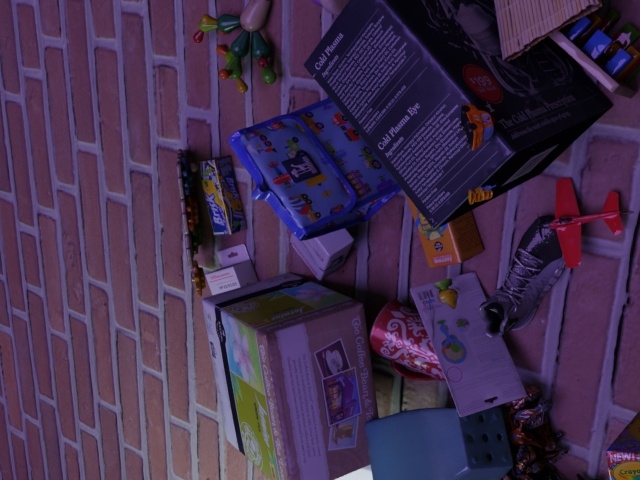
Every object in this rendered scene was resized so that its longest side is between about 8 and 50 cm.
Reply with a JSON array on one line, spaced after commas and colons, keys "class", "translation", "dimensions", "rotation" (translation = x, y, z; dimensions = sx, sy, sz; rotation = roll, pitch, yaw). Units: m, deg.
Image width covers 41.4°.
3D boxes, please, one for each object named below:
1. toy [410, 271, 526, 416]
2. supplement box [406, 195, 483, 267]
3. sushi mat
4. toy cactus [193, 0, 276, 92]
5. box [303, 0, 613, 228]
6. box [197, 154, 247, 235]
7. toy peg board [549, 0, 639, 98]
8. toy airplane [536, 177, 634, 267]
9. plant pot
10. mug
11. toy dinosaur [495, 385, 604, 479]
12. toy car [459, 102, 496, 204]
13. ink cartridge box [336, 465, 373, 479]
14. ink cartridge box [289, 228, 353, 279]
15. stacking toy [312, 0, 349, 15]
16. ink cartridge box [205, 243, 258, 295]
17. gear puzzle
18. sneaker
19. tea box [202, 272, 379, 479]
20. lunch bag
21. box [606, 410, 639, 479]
[{"class": "toy", "translation": [0.252, 0.183, 1.492], "dimensions": [0.056, 0.136, 0.237], "rotation": [126, 128, -64]}, {"class": "supplement box", "translation": [0.207, -0.073, 1.498], "dimensions": [0.078, 0.080, 0.234], "rotation": [-15, 98, 45]}, {"class": "sushi mat", "translation": [0.304, -0.404, 1.200], "dimensions": [0.151, 0.019, 0.317], "rotation": [-30, 47, 39]}, {"class": "toy cactus", "translation": [-0.161, -0.407, 1.684], "dimensions": [0.219, 0.112, 0.181], "rotation": [46, 120, 29]}, {"class": "box", "translation": [0.210, -0.229, 1.255], "dimensions": [0.313, 0.343, 0.179], "rotation": [52, 132, 12]}, {"class": "box", "translation": [-0.216, -0.098, 1.864], "dimensions": [0.059, 0.054, 0.169], "rotation": [-3, 103, 42]}, {"class": "toy peg board", "translation": [0.399, -0.289, 1.209], "dimensions": [0.161, 0.160, 0.079], "rotation": [48, 114, 17]}, {"class": "toy airplane", "translation": [0.416, -0.032, 1.341], "dimensions": [0.151, 0.028, 0.151], "rotation": [-6, 78, 27]}, {"class": "plant pot", "translation": [0.220, 0.379, 1.520], "dimensions": [0.234, 0.165, 0.166], "rotation": [-39, 53, 51]}, {"class": "mug", "translation": [0.197, 0.202, 1.607], "dimensions": [0.169, 0.113, 0.150], "rotation": [23, 162, 28]}, {"class": "toy dinosaur", "translation": [0.374, 0.422, 1.523], "dimensions": [0.218, 0.164, 0.322], "rotation": [35, 145, 44]}, {"class": "toy car", "translation": [0.200, -0.112, 1.067], "dimensions": [0.060, 0.040, 0.122], "rotation": [-103, 3, -55]}, {"class": "ink cartridge box", "translation": [0.162, 0.603, 1.793], "dimensions": [0.324, 0.071, 0.330], "rotation": [-7, 100, 41]}, {"class": "ink cartridge box", "translation": [0.000, 0.000, 1.670], "dimensions": [0.109, 0.063, 0.150], "rotation": [53, 162, 13]}, {"class": "stacking toy", "translation": [-0.053, -0.527, 1.525], "dimensions": [0.330, 0.141, 0.141], "rotation": [36, 126, 31]}, {"class": "ink cartridge box", "translation": [-0.193, 0.109, 1.915], "dimensions": [0.104, 0.061, 0.181], "rotation": [-17, 94, 42]}, {"class": "gear puzzle", "translation": [-0.282, -0.028, 1.903], "dimensions": [0.175, 0.044, 0.339], "rotation": [-114, 19, -70]}, {"class": "sneaker", "translation": [0.331, 0.074, 1.408], "dimensions": [0.086, 0.132, 0.229], "rotation": [31, 124, 28]}, {"class": "tea box", "translation": [-0.060, 0.271, 1.693], "dimensions": [0.323, 0.219, 0.329], "rotation": [15, 117, 60]}, {"class": "lunch bag", "translation": [-0.025, -0.120, 1.530], "dimensions": [0.221, 0.293, 0.138], "rotation": [56, 132, 10]}, {"class": "box", "translation": [0.615, 0.419, 1.265], "dimensions": [0.289, 0.177, 0.279], "rotation": [-4, 102, 41]}]
